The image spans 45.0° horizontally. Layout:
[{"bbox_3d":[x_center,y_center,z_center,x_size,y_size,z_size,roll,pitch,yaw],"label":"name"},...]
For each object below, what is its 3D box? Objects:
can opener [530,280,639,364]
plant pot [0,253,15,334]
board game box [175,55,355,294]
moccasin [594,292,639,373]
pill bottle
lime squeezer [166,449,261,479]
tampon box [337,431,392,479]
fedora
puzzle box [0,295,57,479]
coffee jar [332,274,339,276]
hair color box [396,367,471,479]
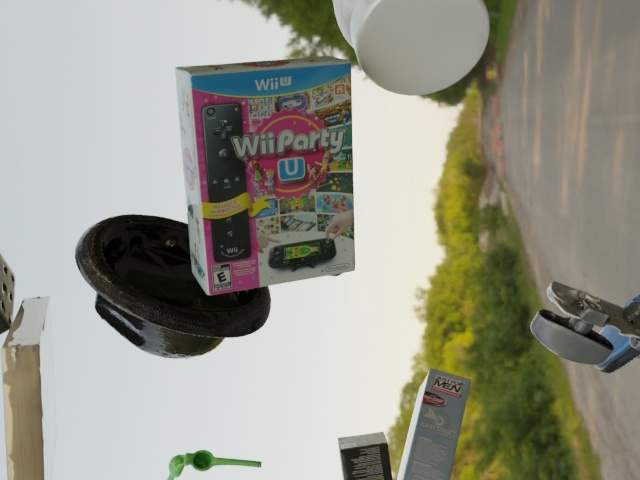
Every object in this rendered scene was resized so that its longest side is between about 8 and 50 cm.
[{"bbox_3d":[0.406,0.132,0.991,0.076,0.283,0.095,-85,19,-64],"label":"can opener"},{"bbox_3d":[-0.696,0.103,1.494,0.187,0.167,0.188,89,173,-57],"label":"plant pot"},{"bbox_3d":[-0.073,-0.094,1.075,0.097,0.224,0.303,-139,44,-63],"label":"board game box"},{"bbox_3d":[0.696,0.166,1.562,0.342,0.116,0.138,-52,11,33],"label":"moccasin"},{"bbox_3d":[0.122,-0.414,1.191,0.224,0.224,0.392,74,-174,-46],"label":"pill bottle"},{"bbox_3d":[-0.301,0.564,1.895,0.110,0.310,0.059,61,-158,-20],"label":"lime squeezer"},{"bbox_3d":[0.097,0.496,1.611,0.120,0.101,0.161,104,159,-87],"label":"tampon box"},{"bbox_3d":[-0.256,0.098,1.300,0.334,0.334,0.153,-68,3,-62],"label":"fedora"},{"bbox_3d":[-0.469,0.256,1.262,0.409,0.052,0.272,-163,72,-73],"label":"puzzle box"},{"bbox_3d":[0.000,0.000,1.863,0.079,0.096,0.184,-54,-43,-26],"label":"coffee jar"},{"bbox_3d":[0.270,0.531,1.931,0.185,0.113,0.375,94,-168,-64],"label":"hair color box"}]
